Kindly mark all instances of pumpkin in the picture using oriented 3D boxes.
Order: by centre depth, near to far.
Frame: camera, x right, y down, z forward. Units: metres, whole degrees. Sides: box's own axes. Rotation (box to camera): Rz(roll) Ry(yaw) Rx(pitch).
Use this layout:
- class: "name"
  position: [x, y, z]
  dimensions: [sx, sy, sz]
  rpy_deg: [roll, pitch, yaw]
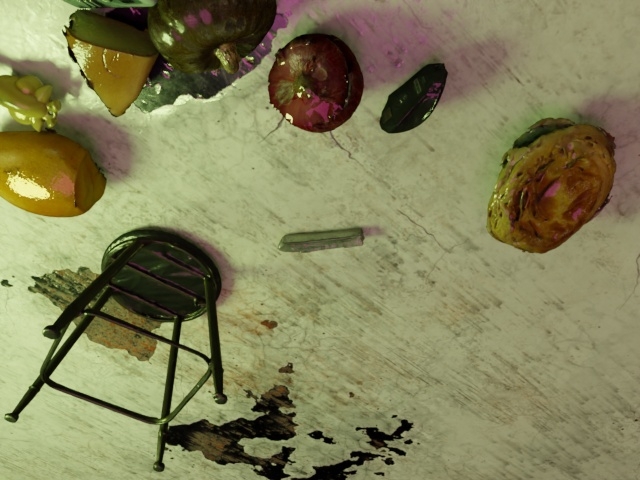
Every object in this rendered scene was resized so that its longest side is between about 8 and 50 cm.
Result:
- class: "pumpkin"
  position: [-0.181, -0.357, 0.976]
  dimensions: [0.218, 0.219, 0.162]
  rpy_deg: [-22, 93, 21]

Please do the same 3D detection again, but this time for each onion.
- class: "onion"
  position: [-0.003, -0.285, 1.081]
  dimensions: [0.183, 0.147, 0.184]
  rpy_deg: [-1, 87, 17]

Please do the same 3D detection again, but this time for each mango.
- class: "mango"
  position: [-0.611, -0.143, 1.238]
  dimensions: [0.256, 0.138, 0.187]
  rpy_deg: [7, 135, 6]

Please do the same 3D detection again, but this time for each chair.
- class: "chair"
  position: [-0.411, 0.214, 1.335]
  dimensions: [0.364, 0.410, 0.362]
  rpy_deg: [27, 127, -17]

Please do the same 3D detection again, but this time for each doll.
- class: "doll"
  position: [-0.651, -0.309, 1.140]
  dimensions: [0.291, 0.086, 0.117]
  rpy_deg: [22, 124, -9]

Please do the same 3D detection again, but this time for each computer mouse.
- class: "computer mouse"
  position: [0.182, -0.261, 1.100]
  dimensions: [0.057, 0.099, 0.172]
  rpy_deg: [28, 129, -28]

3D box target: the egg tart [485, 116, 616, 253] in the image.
- class: "egg tart"
  position: [0.456, -0.117, 1.184]
  dimensions: [0.296, 0.132, 0.297]
  rpy_deg: [-6, 125, -9]

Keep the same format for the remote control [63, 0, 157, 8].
- class: "remote control"
  position: [-0.380, -0.420, 0.923]
  dimensions: [0.296, 0.056, 0.140]
  rpy_deg: [19, 177, 42]

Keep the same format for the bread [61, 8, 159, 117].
- class: "bread"
  position: [-0.396, -0.333, 1.069]
  dimensions: [0.160, 0.140, 0.169]
  rpy_deg: [26, 127, -23]

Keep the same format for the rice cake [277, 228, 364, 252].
- class: "rice cake"
  position: [0.000, 0.000, 1.363]
  dimensions: [0.206, 0.047, 0.036]
  rpy_deg: [-6, 113, 7]
